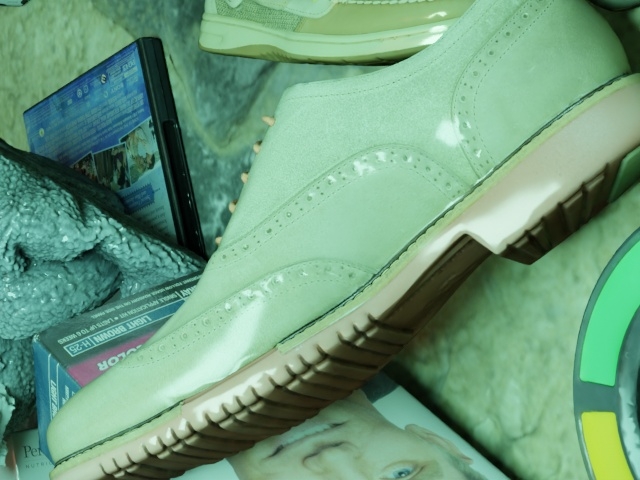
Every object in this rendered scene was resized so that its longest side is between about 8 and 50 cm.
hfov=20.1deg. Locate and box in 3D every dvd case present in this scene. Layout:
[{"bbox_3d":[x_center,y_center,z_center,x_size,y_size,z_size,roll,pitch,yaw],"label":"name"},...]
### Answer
[{"bbox_3d":[-0.153,-0.008,1.382,0.180,0.022,0.253,-23,76,47],"label":"dvd case"}]

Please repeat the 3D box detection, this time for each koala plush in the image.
[{"bbox_3d":[-0.230,0.054,1.257,0.196,0.203,0.221,34,95,44],"label":"koala plush"}]

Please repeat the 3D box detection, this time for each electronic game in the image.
[{"bbox_3d":[0.220,0.088,0.930,0.229,0.048,0.229,6,98,50],"label":"electronic game"}]

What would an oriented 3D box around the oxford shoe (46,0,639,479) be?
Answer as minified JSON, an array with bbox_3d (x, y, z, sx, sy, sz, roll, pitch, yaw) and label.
[{"bbox_3d":[0.000,0.000,0.994,0.397,0.140,0.146,-35,77,2],"label":"oxford shoe"}]

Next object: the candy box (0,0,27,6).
[{"bbox_3d":[-0.223,-0.303,1.398,0.233,0.071,0.159,-31,70,47],"label":"candy box"}]

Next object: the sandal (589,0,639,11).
[{"bbox_3d":[0.182,-0.214,0.936,0.090,0.060,0.219,56,132,30],"label":"sandal"}]

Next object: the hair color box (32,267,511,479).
[{"bbox_3d":[-0.017,0.155,1.104,0.347,0.174,0.105,39,139,40],"label":"hair color box"}]

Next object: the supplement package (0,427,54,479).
[{"bbox_3d":[-0.190,0.262,1.358,0.134,0.139,0.244,-17,81,51],"label":"supplement package"}]

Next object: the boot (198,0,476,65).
[{"bbox_3d":[0.019,-0.210,1.109,0.262,0.095,0.203,11,100,52],"label":"boot"}]
